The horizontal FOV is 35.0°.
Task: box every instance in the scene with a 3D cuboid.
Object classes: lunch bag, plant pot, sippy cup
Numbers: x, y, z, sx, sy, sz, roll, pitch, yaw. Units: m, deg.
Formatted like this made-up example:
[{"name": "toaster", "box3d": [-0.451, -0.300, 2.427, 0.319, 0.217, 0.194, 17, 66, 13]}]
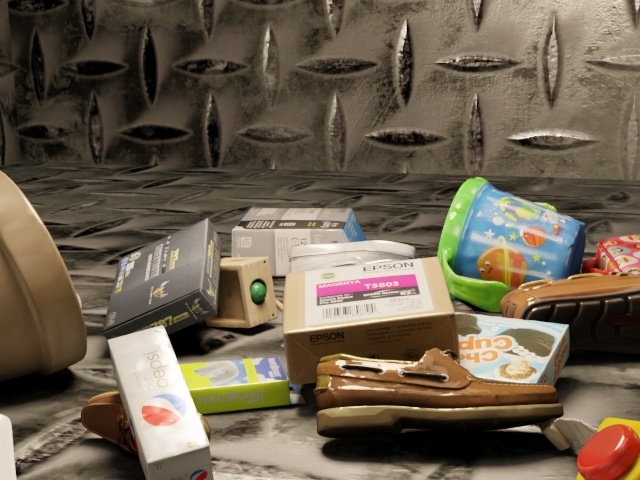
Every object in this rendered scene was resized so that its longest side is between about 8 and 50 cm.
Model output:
[{"name": "lunch bag", "box3d": [0.600, 0.062, 1.815, 0.258, 0.120, 0.293, 0, 13, 9]}, {"name": "plant pot", "box3d": [-0.537, 0.092, 1.463, 0.280, 0.323, 0.323, -27, 24, -29]}, {"name": "sippy cup", "box3d": [0.352, 0.022, 1.841, 0.224, 0.305, 0.240, 15, -23, 21]}]

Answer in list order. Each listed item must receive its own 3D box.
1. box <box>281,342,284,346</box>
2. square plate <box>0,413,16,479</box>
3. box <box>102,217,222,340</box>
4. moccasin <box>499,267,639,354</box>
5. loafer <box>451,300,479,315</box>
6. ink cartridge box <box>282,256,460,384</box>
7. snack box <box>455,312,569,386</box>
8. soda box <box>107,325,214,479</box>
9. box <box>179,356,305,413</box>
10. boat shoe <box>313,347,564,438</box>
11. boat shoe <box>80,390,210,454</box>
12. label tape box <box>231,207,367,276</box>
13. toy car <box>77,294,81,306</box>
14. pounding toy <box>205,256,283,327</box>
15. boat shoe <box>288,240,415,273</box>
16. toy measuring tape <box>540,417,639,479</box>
[{"name": "box", "box3d": [0.047, 0.142, 1.710, 0.136, 0.036, 0.225, 6, 15, 31]}, {"name": "square plate", "box3d": [-0.507, 0.223, 1.111, 0.347, 0.049, 0.344, 21, 3, -22]}, {"name": "box", "box3d": [-0.259, 0.073, 1.697, 0.183, 0.059, 0.232, -23, 30, 11]}, {"name": "moccasin", "box3d": [0.473, 0.111, 1.588, 0.380, 0.139, 0.147, -7, 18, -2]}, {"name": "loafer", "box3d": [0.199, 0.136, 1.666, 0.170, 0.062, 0.061, -13, 22, -40]}, {"name": "ink cartridge box", "box3d": [0.067, 0.109, 1.431, 0.235, 0.088, 0.193, -7, 24, 1]}, {"name": "snack box", "box3d": [0.176, 0.165, 1.459, 0.322, 0.060, 0.187, 5, 23, 26]}, {"name": "soda box", "box3d": [-0.190, 0.198, 1.192, 0.074, 0.069, 0.216, -14, 38, -16]}, {"name": "box", "box3d": [-0.117, 0.202, 1.426, 0.178, 0.042, 0.109, -4, 13, -9]}, {"name": "boat shoe", "box3d": [0.145, 0.181, 1.258, 0.307, 0.104, 0.110, -1, -21, -3]}, {"name": "boat shoe", "box3d": [-0.225, 0.230, 1.255, 0.178, 0.064, 0.060, 8, 16, 22]}, {"name": "label tape box", "box3d": [0.000, 0.000, 2.201, 0.348, 0.115, 0.249, -2, 12, 6]}, {"name": "toy car", "box3d": [-0.522, 0.098, 1.792, 0.136, 0.159, 0.182, -44, 27, -14]}, {"name": "pounding toy", "box3d": [-0.122, 0.096, 1.766, 0.141, 0.130, 0.100, -2, 9, 40]}, {"name": "boat shoe", "box3d": [0.062, 0.052, 2.017, 0.258, 0.084, 0.095, -4, -15, 20]}, {"name": "toy measuring tape", "box3d": [0.296, 0.248, 1.070, 0.121, 0.121, 0.330, -5, -4, -15]}]
